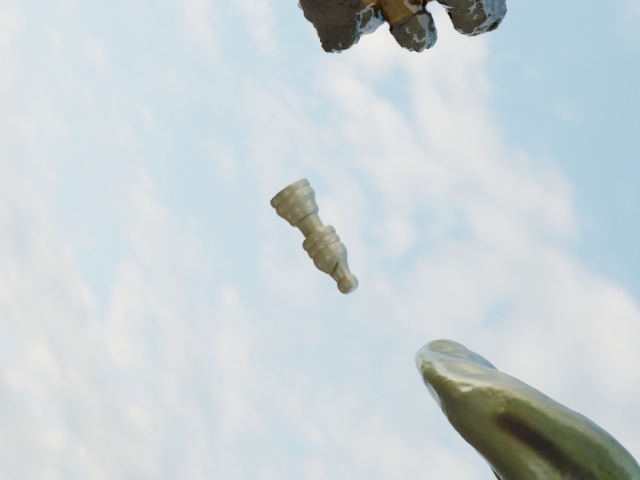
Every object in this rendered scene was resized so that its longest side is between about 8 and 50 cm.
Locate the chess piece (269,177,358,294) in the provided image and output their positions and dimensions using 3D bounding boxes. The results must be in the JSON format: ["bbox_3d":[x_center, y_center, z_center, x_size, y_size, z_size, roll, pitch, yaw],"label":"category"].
[{"bbox_3d":[0.000,0.000,1.140,0.092,0.035,0.035,57,-25,10],"label":"chess piece"}]

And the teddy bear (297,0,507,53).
[{"bbox_3d":[0.065,-0.263,1.469,0.140,0.190,0.177,32,39,-58],"label":"teddy bear"}]

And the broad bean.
[{"bbox_3d":[0.126,0.128,1.003,0.153,0.072,0.207,52,-9,-30],"label":"broad bean"}]
